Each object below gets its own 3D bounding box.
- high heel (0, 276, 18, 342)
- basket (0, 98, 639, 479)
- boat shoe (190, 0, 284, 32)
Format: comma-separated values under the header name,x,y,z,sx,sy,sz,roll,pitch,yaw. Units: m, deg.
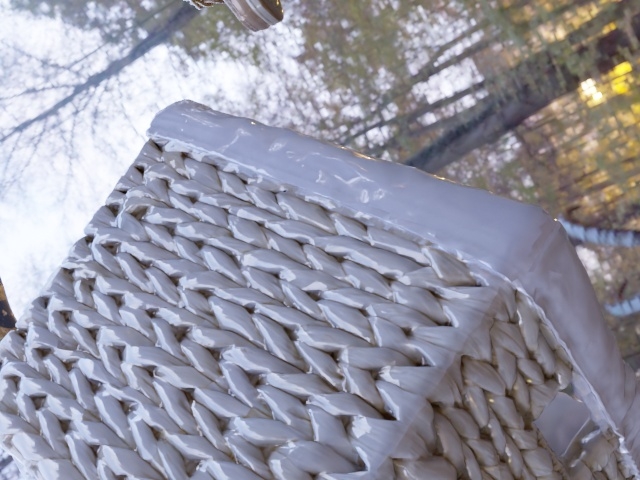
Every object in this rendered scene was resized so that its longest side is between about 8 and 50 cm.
name,x,y,z,sx,sy,sz,roll,pitch,yaw
high heel,-0.221,0.131,0.735,0.186,0.093,0.261,-5,-101,-32
basket,0.006,0.123,0.570,0.266,0.331,0.328,-56,-42,-15
boat shoe,-0.086,-0.200,0.606,0.063,0.059,0.170,29,-157,-56
